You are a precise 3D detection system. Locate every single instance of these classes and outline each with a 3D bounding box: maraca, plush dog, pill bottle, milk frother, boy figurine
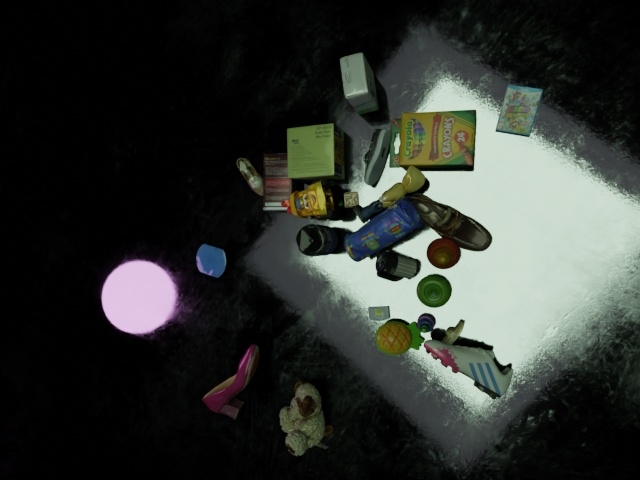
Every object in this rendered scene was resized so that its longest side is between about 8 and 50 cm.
[{"bbox_3d":[0.301,0.371,1.668,0.186,0.099,0.127,-4,77,-4],"label":"maraca"},{"bbox_3d":[-0.050,0.685,1.747,0.211,0.262,0.225,-3,100,-13],"label":"plush dog"},{"bbox_3d":[0.000,0.000,1.712,0.123,0.219,0.122,0,89,20],"label":"pill bottle"},{"bbox_3d":[0.280,0.075,1.681,0.135,0.129,0.143,16,62,-14],"label":"milk frother"},{"bbox_3d":[0.258,-0.171,1.640,0.285,0.177,0.092,-36,87,21],"label":"boy figurine"}]

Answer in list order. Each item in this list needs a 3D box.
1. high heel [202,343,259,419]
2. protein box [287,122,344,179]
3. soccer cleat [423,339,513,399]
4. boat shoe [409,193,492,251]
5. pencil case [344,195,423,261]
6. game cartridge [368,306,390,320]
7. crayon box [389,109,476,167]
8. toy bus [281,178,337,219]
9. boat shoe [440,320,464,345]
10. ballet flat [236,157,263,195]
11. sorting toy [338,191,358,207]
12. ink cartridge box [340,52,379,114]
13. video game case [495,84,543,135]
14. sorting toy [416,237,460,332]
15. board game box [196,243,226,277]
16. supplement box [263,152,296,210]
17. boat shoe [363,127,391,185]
[{"bbox_3d":[-0.392,0.591,1.893,0.182,0.127,0.376,22,100,8],"label":"high heel"},{"bbox_3d":[-0.016,-0.347,1.765,0.200,0.136,0.200,-1,90,21],"label":"protein box"},{"bbox_3d":[0.530,0.424,1.567,0.331,0.116,0.143,33,86,1],"label":"soccer cleat"},{"bbox_3d":[0.461,-0.068,1.596,0.342,0.123,0.123,36,101,17],"label":"boat shoe"},{"bbox_3d":[0.222,-0.037,1.607,0.306,0.119,0.133,-33,123,29],"label":"pencil case"},{"bbox_3d":[0.232,0.290,1.734,0.084,0.017,0.055,-6,91,20],"label":"game cartridge"},{"bbox_3d":[0.412,-0.374,1.640,0.319,0.081,0.202,2,91,20],"label":"crayon box"},{"bbox_3d":[-0.053,-0.149,1.715,0.212,0.220,0.149,-9,91,9],"label":"toy bus"},{"bbox_3d":[0.484,0.351,1.623,0.045,0.050,0.135,32,100,12],"label":"boat shoe"},{"bbox_3d":[-0.302,-0.278,1.904,0.073,0.067,0.206,-42,77,10],"label":"ballet flat"},{"bbox_3d":[0.112,-0.165,1.782,0.084,0.012,0.061,-5,93,16],"label":"sorting toy"},{"bbox_3d":[0.151,-0.590,1.666,0.093,0.212,0.154,-9,86,20],"label":"ink cartridge box"},{"bbox_3d":[0.710,-0.465,1.567,0.119,0.015,0.166,16,95,20],"label":"video game case"},{"bbox_3d":[0.413,0.176,1.584,0.127,0.126,0.365,14,103,14],"label":"sorting toy"},{"bbox_3d":[-0.487,0.091,1.989,0.169,0.033,0.133,15,100,24],"label":"board game box"},{"bbox_3d":[-0.171,-0.243,1.849,0.131,0.073,0.239,1,90,14],"label":"supplement box"},{"bbox_3d":[0.207,-0.331,1.721,0.076,0.080,0.228,23,102,40],"label":"boat shoe"}]
